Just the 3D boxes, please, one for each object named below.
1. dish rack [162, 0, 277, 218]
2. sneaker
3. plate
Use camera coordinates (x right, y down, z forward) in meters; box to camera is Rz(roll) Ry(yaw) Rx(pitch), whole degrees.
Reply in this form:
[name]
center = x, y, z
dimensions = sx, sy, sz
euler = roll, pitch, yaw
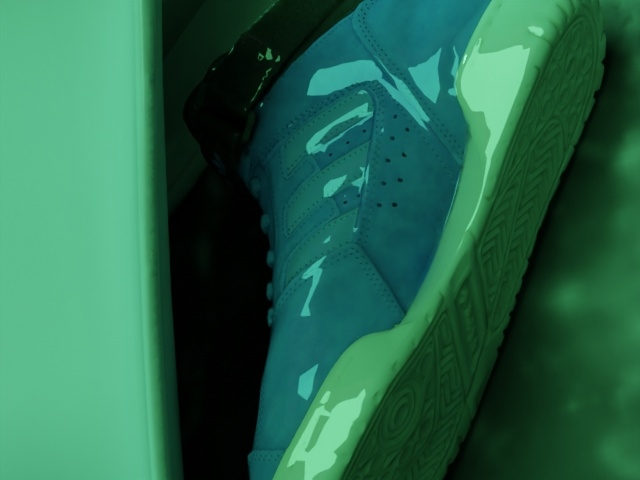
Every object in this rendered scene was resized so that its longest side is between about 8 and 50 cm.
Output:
[dish rack]
center = -0.071, -0.189, 0.479
dimensions = 0.285, 0.072, 0.333
euler = 42, 102, 33
[sneaker]
center = 0.000, 0.000, 0.382
dimensions = 0.084, 0.058, 0.152
euler = 20, 83, 29
[plate]
center = -0.136, 0.035, 0.428
dimensions = 0.278, 0.045, 0.277
euler = 1, 99, 33
